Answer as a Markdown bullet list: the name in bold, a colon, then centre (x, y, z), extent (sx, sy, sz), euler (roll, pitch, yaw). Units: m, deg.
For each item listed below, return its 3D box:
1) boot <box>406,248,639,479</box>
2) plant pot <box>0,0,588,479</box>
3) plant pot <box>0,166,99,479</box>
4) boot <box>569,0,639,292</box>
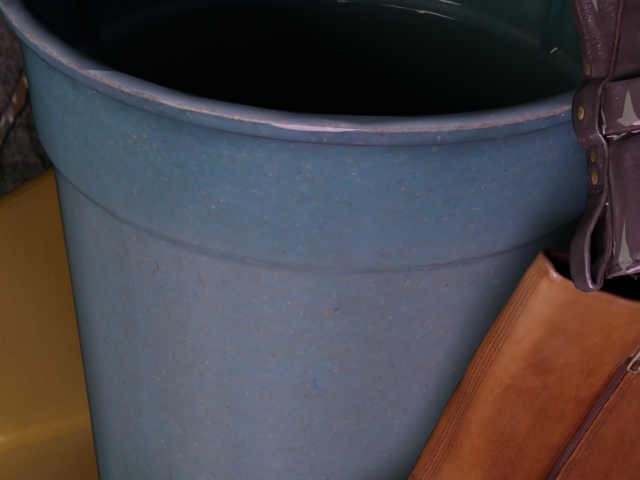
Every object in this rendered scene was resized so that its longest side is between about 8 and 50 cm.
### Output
- **boot**: centre (0.042, 0.124, 0.731), extent (0.280, 0.264, 0.096), euler (-57, 34, 29)
- **plant pot**: centre (0.000, 0.000, 0.876), extent (0.341, 0.341, 0.334), euler (27, 129, 31)
- **plant pot**: centre (-0.233, 0.098, 1.188), extent (0.212, 0.187, 0.212), euler (53, 131, 14)
- **boot**: centre (0.201, -0.106, 0.672), extent (0.091, 0.263, 0.229), euler (138, 115, -82)
